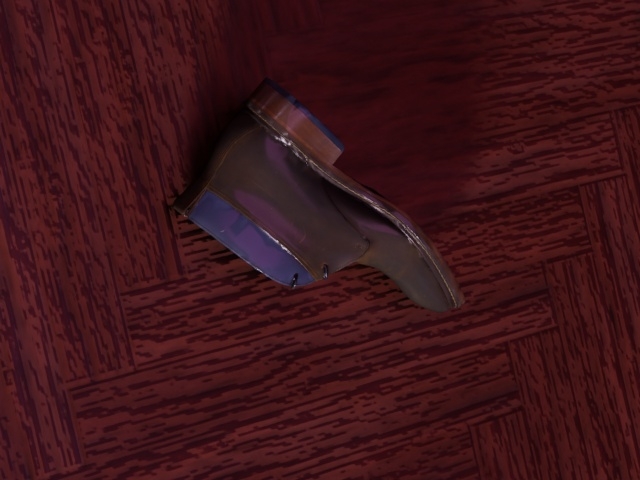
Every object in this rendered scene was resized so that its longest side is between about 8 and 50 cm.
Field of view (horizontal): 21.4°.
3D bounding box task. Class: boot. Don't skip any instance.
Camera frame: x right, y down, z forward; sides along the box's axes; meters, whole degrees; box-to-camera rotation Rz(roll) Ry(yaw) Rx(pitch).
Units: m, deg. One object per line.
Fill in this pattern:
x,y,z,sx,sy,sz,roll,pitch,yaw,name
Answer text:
0.000,0.000,1.141,0.106,0.082,0.219,-47,114,-4,boot
